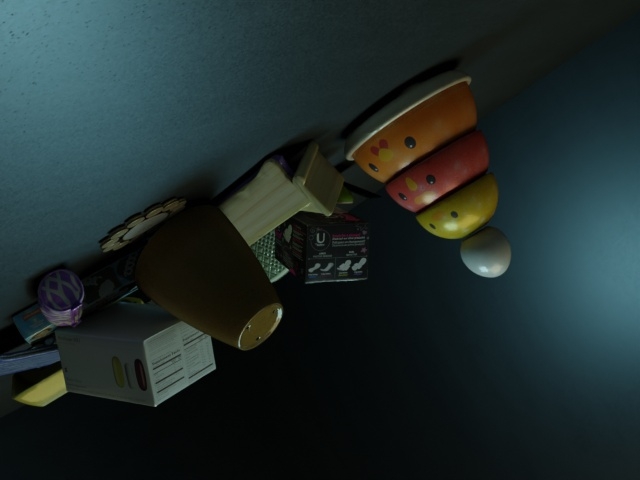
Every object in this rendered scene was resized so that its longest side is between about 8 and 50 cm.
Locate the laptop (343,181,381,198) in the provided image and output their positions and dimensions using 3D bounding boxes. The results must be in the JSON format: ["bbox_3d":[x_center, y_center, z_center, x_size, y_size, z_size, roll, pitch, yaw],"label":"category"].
[{"bbox_3d":[0.025,-0.116,2.365,0.264,0.137,0.234,-33,176,13],"label":"laptop"}]

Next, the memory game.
[{"bbox_3d":[-0.336,-0.030,1.479,0.186,0.012,0.186,-31,176,-2],"label":"memory game"}]

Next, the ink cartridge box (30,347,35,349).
[{"bbox_3d":[-0.763,0.314,2.190,0.099,0.056,0.135,-31,177,-22],"label":"ink cartridge box"}]

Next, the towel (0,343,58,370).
[{"bbox_3d":[-0.689,0.273,1.830,0.243,0.040,0.336,-10,170,-41],"label":"towel"}]

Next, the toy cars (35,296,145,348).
[{"bbox_3d":[-0.583,0.208,1.997,0.176,0.087,0.393,19,143,-38],"label":"toy cars"}]

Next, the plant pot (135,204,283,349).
[{"bbox_3d":[-0.204,0.098,1.571,0.237,0.254,0.237,-37,152,-24],"label":"plant pot"}]

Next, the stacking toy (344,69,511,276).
[{"bbox_3d":[0.311,-0.129,1.853,0.350,0.480,0.350,-32,176,-2],"label":"stacking toy"}]

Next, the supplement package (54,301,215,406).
[{"bbox_3d":[-0.398,0.236,1.680,0.261,0.145,0.204,1,-165,31],"label":"supplement package"}]

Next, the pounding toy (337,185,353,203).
[{"bbox_3d":[-0.035,-0.145,1.969,0.236,0.110,0.183,-2,-178,-10],"label":"pounding toy"}]

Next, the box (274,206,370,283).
[{"bbox_3d":[0.000,0.000,1.874,0.163,0.142,0.247,-3,-166,-20],"label":"box"}]

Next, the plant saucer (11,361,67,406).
[{"bbox_3d":[-0.739,0.371,2.302,0.332,0.081,0.332,-31,-167,-17],"label":"plant saucer"}]

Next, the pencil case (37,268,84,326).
[{"bbox_3d":[-0.498,0.116,1.502,0.086,0.088,0.206,-33,176,-20],"label":"pencil case"}]

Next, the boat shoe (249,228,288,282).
[{"bbox_3d":[-0.215,0.053,2.349,0.156,0.187,0.500,-30,-177,-42],"label":"boat shoe"}]

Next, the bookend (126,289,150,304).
[{"bbox_3d":[-0.492,0.151,2.138,0.156,0.072,0.157,-32,177,-3],"label":"bookend"}]

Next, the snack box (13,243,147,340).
[{"bbox_3d":[-0.508,0.123,1.720,0.321,0.060,0.187,-30,176,-19],"label":"snack box"}]

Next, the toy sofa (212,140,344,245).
[{"bbox_3d":[-0.137,-0.075,1.734,0.362,0.177,0.150,-34,-160,33],"label":"toy sofa"}]
